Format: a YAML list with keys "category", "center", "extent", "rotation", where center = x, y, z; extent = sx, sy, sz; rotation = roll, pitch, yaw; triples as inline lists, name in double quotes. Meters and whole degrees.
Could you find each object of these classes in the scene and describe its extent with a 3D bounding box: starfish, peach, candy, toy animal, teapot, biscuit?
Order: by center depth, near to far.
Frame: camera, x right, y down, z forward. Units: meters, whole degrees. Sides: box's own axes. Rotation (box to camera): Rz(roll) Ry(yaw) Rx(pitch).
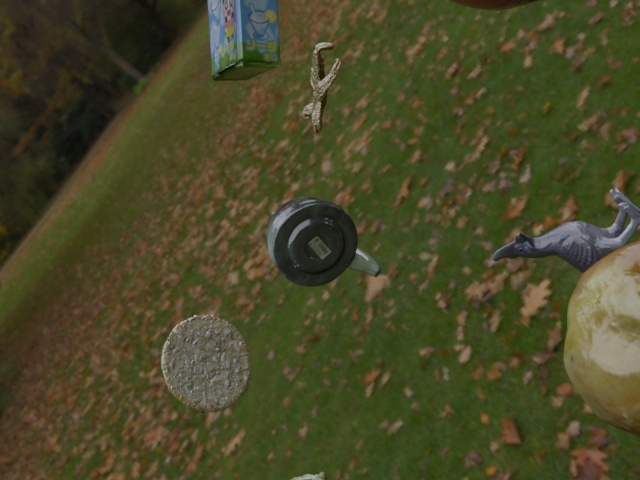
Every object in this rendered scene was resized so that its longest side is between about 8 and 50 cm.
- category: "peach"
  center: [0.358, 0.095, 0.811]
  extent: [0.235, 0.214, 0.214]
  rotation: [-29, 27, 52]
- category: "candy"
  center: [-0.100, -0.306, 1.068]
  extent: [0.097, 0.062, 0.194]
  rotation: [-3, 90, 61]
- category: "teapot"
  center: [-0.002, -0.010, 1.082]
  extent: [0.108, 0.149, 0.111]
  rotation: [-132, 41, -63]
- category: "biscuit"
  center: [-0.172, 0.186, 1.280]
  extent: [0.020, 0.152, 0.152]
  rotation: [-28, 28, 56]
- category: "toy animal"
  center: [0.524, 0.013, 1.542]
  extent: [0.081, 0.367, 0.206]
  rotation: [-52, -19, -63]
- category: "starfish"
  center: [-0.009, -0.291, 1.634]
  extent: [0.209, 0.053, 0.150]
  rotation: [127, 149, -68]

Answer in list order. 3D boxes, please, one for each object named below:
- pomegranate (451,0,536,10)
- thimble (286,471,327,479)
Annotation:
- category: "pomegranate"
  center: [0.141, -0.299, 0.661]
  extent: [0.210, 0.235, 0.210]
  rotation: [-21, 42, 21]
- category: "thimble"
  center: [-0.034, 0.400, 1.113]
  extent: [0.190, 0.143, 0.137]
  rotation: [-14, -5, -41]
